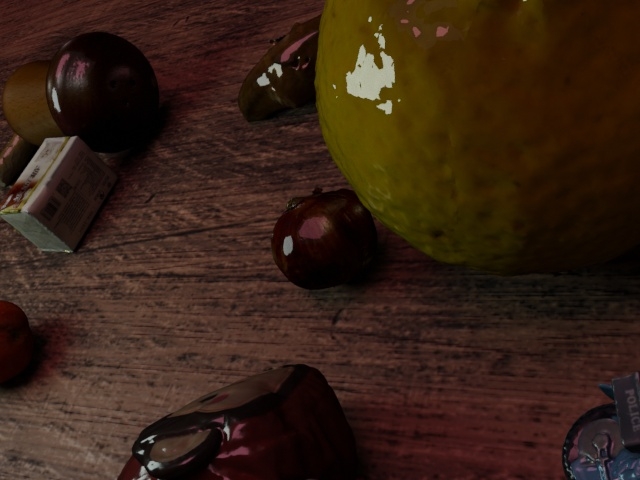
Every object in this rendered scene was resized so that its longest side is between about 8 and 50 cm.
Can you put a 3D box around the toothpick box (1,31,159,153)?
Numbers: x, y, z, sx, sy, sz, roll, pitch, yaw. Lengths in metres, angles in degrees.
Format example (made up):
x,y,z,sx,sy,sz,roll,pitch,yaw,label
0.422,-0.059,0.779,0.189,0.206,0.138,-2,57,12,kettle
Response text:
x,y,z,sx,sy,sz,roll,pitch,yaw,label
-0.407,-0.238,1.226,0.294,0.192,0.192,2,56,42,toothpick box

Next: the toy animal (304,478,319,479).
x,y,z,sx,sy,sz,roll,pitch,yaw,label
0.002,0.286,0.407,0.271,0.206,0.265,-27,10,30,toy animal

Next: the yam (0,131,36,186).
x,y,z,sx,sy,sz,roll,pitch,yaw,label
-0.549,-0.204,1.383,0.056,0.057,0.241,10,62,40,yam

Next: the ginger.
x,y,z,sx,sy,sz,roll,pitch,yaw,label
0.006,-0.288,1.043,0.309,0.107,0.133,-48,57,-5,ginger

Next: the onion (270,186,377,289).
x,y,z,sx,sy,sz,roll,pitch,yaw,label
0.000,0.000,0.790,0.117,0.118,0.119,-32,37,41,onion

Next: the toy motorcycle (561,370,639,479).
x,y,z,sx,sy,sz,roll,pitch,yaw,label
0.242,0.202,0.448,0.182,0.123,0.272,-22,44,32,toy motorcycle

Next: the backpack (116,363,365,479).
x,y,z,sx,sy,sz,roll,pitch,yaw,label
-0.082,0.201,0.622,0.229,0.229,0.139,-30,83,9,backpack

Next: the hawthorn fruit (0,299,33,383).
x,y,z,sx,sy,sz,roll,pitch,yaw,label
-0.444,0.137,0.978,0.128,0.128,0.128,-19,46,20,hawthorn fruit

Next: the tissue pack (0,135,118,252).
x,y,z,sx,sy,sz,roll,pitch,yaw,label
-0.407,-0.071,1.134,0.099,0.106,0.149,1,54,35,tissue pack

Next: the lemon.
x,y,z,sx,sy,sz,roll,pitch,yaw,label
0.164,-0.142,0.610,0.349,0.387,0.350,-5,72,16,lemon
